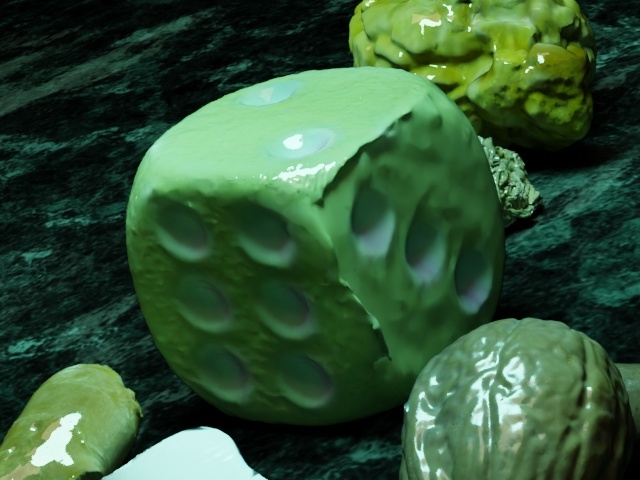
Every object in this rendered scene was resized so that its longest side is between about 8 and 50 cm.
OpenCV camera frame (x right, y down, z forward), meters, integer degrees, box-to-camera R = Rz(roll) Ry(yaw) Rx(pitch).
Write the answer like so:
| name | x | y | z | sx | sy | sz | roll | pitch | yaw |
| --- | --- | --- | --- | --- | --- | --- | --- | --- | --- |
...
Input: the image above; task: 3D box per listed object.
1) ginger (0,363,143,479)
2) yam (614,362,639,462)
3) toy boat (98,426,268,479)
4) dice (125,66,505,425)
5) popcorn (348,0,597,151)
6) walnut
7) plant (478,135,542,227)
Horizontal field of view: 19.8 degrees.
| name | x | y | z | sx | sy | sz | roll | pitch | yaw |
| --- | --- | --- | --- | --- | --- | --- | --- | --- | --- |
| ginger | -0.335 | 0.237 | 1.495 | 0.363 | 0.122 | 0.348 | -6 | 25 | 8 |
| yam | 0.253 | 0.132 | 1.363 | 0.127 | 0.084 | 0.084 | 3 | 29 | 42 |
| toy boat | -0.163 | 0.264 | 1.335 | 0.299 | 0.092 | 0.134 | -31 | 56 | -19 |
| dice | 0.000 | 0.000 | 1.621 | 0.254 | 0.252 | 0.250 | 0 | 28 | 36 |
| popcorn | 0.186 | -0.194 | 2.015 | 0.265 | 0.225 | 0.332 | -9 | 24 | -37 |
| walnut | 0.134 | 0.154 | 1.283 | 0.178 | 0.178 | 0.230 | -6 | 36 | 22 |
| plant | 0.161 | -0.039 | 1.873 | 0.122 | 0.104 | 0.116 | -43 | -23 | 13 |
